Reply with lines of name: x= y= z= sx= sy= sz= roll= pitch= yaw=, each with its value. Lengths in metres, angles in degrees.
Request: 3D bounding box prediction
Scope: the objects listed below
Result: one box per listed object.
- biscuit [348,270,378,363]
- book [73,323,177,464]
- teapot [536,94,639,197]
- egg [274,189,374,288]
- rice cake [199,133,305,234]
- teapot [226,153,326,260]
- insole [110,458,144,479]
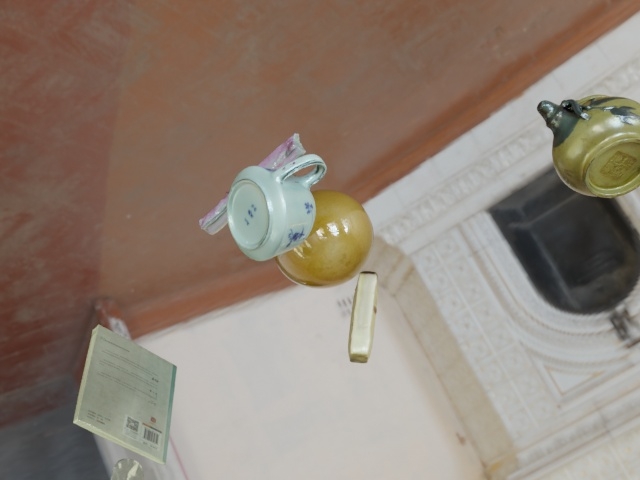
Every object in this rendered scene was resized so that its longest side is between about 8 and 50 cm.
biscuit: x=0.089 y=0.156 z=1.829 sx=0.052 sy=0.188 sz=0.056 roll=6 pitch=157 yaw=2
book: x=-0.397 y=0.315 z=1.843 sx=0.214 sy=0.283 sz=0.025 roll=33 pitch=116 yaw=-22
teapot: x=0.470 y=-0.168 z=1.469 sx=0.269 sy=0.183 sz=0.173 roll=15 pitch=127 yaw=-25
egg: x=0.000 y=0.000 z=2.277 sx=0.250 sy=0.250 sz=0.322 roll=-18 pitch=177 yaw=-24
rice cake: x=-0.148 y=-0.117 z=1.868 sx=0.290 sy=0.051 sz=0.081 roll=-41 pitch=173 yaw=14
teapot: x=-0.067 y=-0.053 z=1.509 sx=0.159 sy=0.159 sz=0.232 roll=-8 pitch=140 yaw=-41
insole: x=-0.304 y=0.453 z=1.333 sx=0.011 sy=0.248 sz=0.081 roll=-14 pitch=151 yaw=35
